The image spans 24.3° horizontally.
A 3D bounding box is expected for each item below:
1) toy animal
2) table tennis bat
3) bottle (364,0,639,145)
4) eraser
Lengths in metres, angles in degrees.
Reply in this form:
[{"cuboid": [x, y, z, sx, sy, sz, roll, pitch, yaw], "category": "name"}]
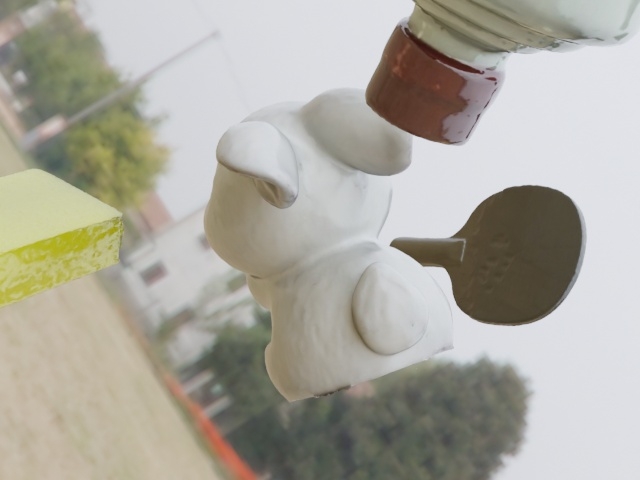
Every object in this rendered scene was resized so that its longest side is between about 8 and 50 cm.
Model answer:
[{"cuboid": [0.006, 0.004, 0.940, 0.178, 0.128, 0.193, -174, -113, -75], "category": "toy animal"}, {"cuboid": [0.149, 0.012, 1.355, 0.022, 0.131, 0.234, 23, -13, -38], "category": "table tennis bat"}, {"cuboid": [0.083, -0.141, 0.461, 0.104, 0.245, 0.104, 23, 21, -9], "category": "bottle"}, {"cuboid": [-0.205, -0.002, 0.970, 0.097, 0.122, 0.045, 24, -60, 34], "category": "eraser"}]
